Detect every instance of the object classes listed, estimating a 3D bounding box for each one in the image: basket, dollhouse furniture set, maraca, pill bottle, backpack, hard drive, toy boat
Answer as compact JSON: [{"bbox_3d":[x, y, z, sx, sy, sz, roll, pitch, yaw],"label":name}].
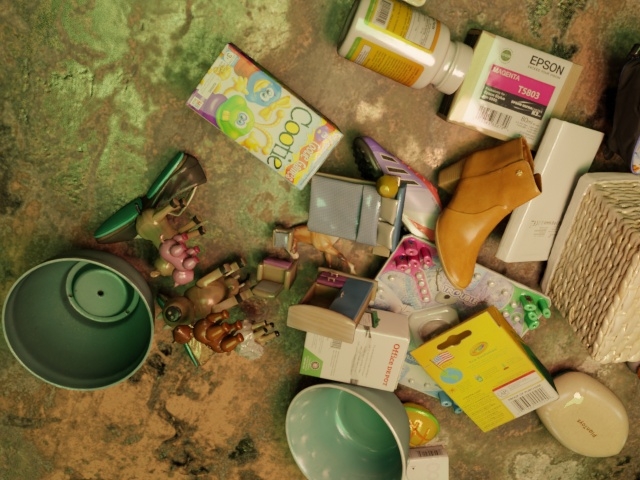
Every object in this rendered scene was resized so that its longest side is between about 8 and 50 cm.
[{"bbox_3d":[0.704,0.054,1.255,0.327,0.267,0.332,0,124,-8],"label":"basket"},{"bbox_3d":[0.000,0.000,1.183,0.286,0.198,0.304,13,114,14],"label":"dollhouse furniture set"},{"bbox_3d":[0.205,0.460,1.489,0.185,0.099,0.127,0,123,18],"label":"maraca"},{"bbox_3d":[0.167,-0.382,1.166,0.245,0.136,0.137,21,106,-11],"label":"pill bottle"},{"bbox_3d":[0.737,-0.262,1.173,0.263,0.213,0.277,-19,140,-4],"label":"backpack"},{"bbox_3d":[0.499,-0.100,1.288,0.202,0.040,0.308,0,114,-43],"label":"hard drive"},{"bbox_3d":[0.715,0.399,1.496,0.318,0.148,0.267,-39,103,17],"label":"toy boat"}]

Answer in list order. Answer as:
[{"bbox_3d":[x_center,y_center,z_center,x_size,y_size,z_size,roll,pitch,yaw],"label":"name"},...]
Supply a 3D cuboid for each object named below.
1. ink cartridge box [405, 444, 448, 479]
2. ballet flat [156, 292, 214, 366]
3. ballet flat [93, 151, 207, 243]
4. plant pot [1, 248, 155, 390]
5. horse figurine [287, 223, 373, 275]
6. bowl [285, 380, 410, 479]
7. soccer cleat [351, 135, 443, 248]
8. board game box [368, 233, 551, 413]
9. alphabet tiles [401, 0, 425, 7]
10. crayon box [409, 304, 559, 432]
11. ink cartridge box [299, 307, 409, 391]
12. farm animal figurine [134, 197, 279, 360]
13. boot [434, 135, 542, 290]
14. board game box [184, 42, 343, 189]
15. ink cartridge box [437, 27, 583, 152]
[{"bbox_3d":[0.245,0.665,1.585,0.188,0.066,0.233,-5,105,-3],"label":"ink cartridge box"},{"bbox_3d":[-0.307,0.197,1.378,0.067,0.073,0.206,-33,114,-22],"label":"ballet flat"},{"bbox_3d":[-0.353,-0.066,1.262,0.280,0.095,0.096,-40,120,9],"label":"ballet flat"},{"bbox_3d":[-0.488,0.140,1.265,0.292,0.196,0.293,-2,110,-5],"label":"plant pot"},{"bbox_3d":[0.051,-0.017,1.307,0.263,0.066,0.174,-42,89,26],"label":"horse figurine"},{"bbox_3d":[0.088,0.447,1.401,0.311,0.163,0.312,11,112,29],"label":"bowl"},{"bbox_3d":[0.185,-0.112,1.288,0.116,0.108,0.318,-38,110,-3],"label":"soccer cleat"},{"bbox_3d":[0.269,0.214,1.380,0.389,0.050,0.390,24,120,-12],"label":"board game box"},{"bbox_3d":[0.198,-0.615,1.149,0.277,0.021,0.284,22,106,-12],"label":"alphabet tiles"},{"bbox_3d":[0.368,0.281,1.340,0.202,0.081,0.318,-33,116,21],"label":"crayon box"},{"bbox_3d":[0.074,0.231,1.314,0.219,0.093,0.160,11,121,1],"label":"ink cartridge box"},{"bbox_3d":[-0.260,0.100,1.232,0.172,0.326,0.331,-29,71,14],"label":"farm animal figurine"},{"bbox_3d":[0.344,-0.059,1.200,0.211,0.296,0.104,-18,151,40],"label":"boot"},{"bbox_3d":[-0.109,-0.251,1.186,0.275,0.144,0.142,36,102,-16],"label":"board game box"},{"bbox_3d":[0.391,-0.309,1.236,0.234,0.088,0.194,15,109,-9],"label":"ink cartridge box"}]
